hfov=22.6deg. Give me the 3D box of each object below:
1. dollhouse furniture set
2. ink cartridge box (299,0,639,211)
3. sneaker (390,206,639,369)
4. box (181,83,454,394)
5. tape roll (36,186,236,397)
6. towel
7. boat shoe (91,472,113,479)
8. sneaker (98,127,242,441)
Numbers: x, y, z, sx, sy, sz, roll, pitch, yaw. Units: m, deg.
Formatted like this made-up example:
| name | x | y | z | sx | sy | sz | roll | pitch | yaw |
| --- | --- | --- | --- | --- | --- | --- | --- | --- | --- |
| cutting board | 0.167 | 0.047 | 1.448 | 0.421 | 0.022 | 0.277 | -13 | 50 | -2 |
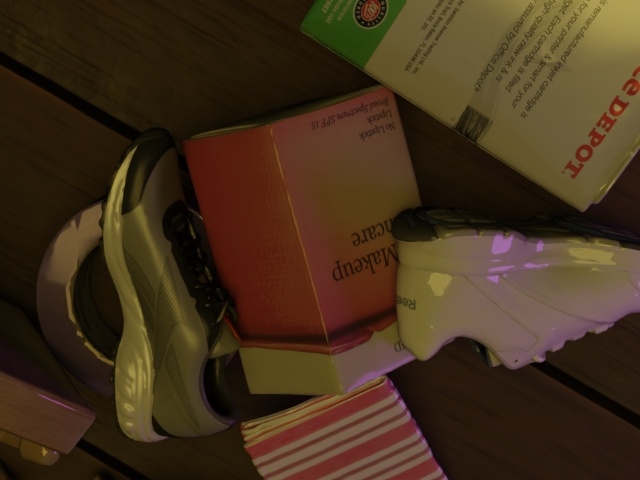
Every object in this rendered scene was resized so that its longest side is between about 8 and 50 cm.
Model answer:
| name | x | y | z | sx | sy | sz | roll | pitch | yaw |
| --- | --- | --- | --- | --- | --- | --- | --- | --- | --- |
| dollhouse furniture set | -0.376 | 0.214 | 1.351 | 0.303 | 0.174 | 0.355 | 32 | 98 | -41 |
| ink cartridge box | 0.163 | -0.193 | 1.336 | 0.289 | 0.121 | 0.211 | 33 | 110 | -3 |
| sneaker | 0.185 | 0.043 | 1.364 | 0.297 | 0.111 | 0.129 | 4 | 102 | -23 |
| box | 0.000 | 0.000 | 1.359 | 0.127 | 0.148 | 0.232 | -5 | 103 | 49 |
| tape roll | -0.153 | 0.046 | 1.434 | 0.189 | 0.080 | 0.189 | 1 | 100 | 3 |
| towel | 0.030 | 0.205 | 1.441 | 0.144 | 0.029 | 0.197 | -24 | 126 | 8 |
| boat shoe | -0.190 | 0.291 | 1.492 | 0.048 | 0.056 | 0.153 | -20 | 105 | 3 |
| sneaker | -0.118 | 0.038 | 1.333 | 0.108 | 0.100 | 0.272 | 1 | 107 | 18 |
